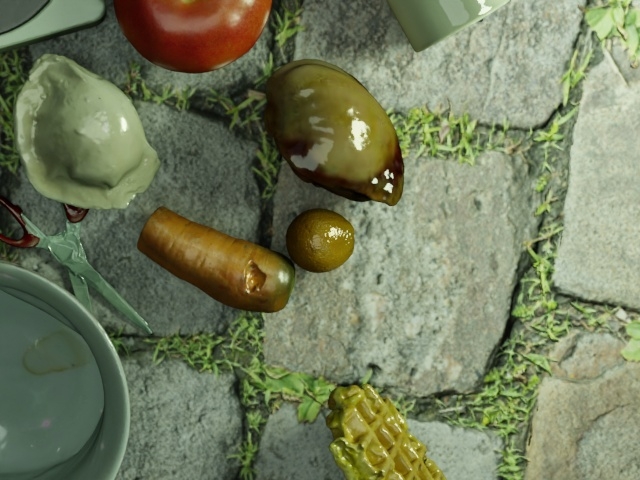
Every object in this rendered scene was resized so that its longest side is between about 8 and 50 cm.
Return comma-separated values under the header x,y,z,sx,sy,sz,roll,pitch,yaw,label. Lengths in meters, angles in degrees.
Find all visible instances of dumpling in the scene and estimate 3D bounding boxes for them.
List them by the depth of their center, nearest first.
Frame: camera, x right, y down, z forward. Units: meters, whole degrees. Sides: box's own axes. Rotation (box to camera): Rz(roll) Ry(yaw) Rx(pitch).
x,y,z,sx,sy,sz,roll,pitch,yaw,label
-0.286,-0.118,1.526,0.181,0.111,0.155,42,85,3,dumpling

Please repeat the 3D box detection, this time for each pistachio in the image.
x,y,z,sx,sy,sz,roll,pitch,yaw,label
0.018,-0.120,1.520,0.210,0.130,0.165,43,57,-5,pistachio

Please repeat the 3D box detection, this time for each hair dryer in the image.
x,y,z,sx,sy,sz,roll,pitch,yaw,label
0.219,-0.388,1.481,0.362,0.128,0.203,-30,97,-2,hair dryer

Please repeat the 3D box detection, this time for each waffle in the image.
x,y,z,sx,sy,sz,roll,pitch,yaw,label
0.078,0.263,1.558,0.055,0.160,0.211,-31,94,21,waffle

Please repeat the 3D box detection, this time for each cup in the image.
x,y,z,sx,sy,sz,roll,pitch,yaw,label
-0.381,0.176,1.548,0.347,0.163,0.347,1,101,5,cup

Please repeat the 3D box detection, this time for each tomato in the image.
x,y,z,sx,sy,sz,roll,pitch,yaw,label
-0.146,-0.289,1.487,0.195,0.136,0.195,0,96,0,tomato

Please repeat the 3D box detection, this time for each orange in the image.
x,y,z,sx,sy,sz,roll,pitch,yaw,label
0.000,0.000,1.558,0.085,0.085,0.085,0,99,2,orange

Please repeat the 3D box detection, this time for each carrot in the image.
x,y,z,sx,sy,sz,roll,pitch,yaw,label
-0.126,0.029,1.565,0.193,0.087,0.087,20,99,3,carrot

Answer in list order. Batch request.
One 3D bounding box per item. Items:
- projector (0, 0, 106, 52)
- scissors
x,y,z,sx,sy,sz,roll,pitch,yaw,label
-0.406,-0.344,1.504,0.259,0.079,0.257,-17,95,-8,projector
-0.303,0.030,1.602,0.144,0.017,0.248,-28,99,6,scissors
